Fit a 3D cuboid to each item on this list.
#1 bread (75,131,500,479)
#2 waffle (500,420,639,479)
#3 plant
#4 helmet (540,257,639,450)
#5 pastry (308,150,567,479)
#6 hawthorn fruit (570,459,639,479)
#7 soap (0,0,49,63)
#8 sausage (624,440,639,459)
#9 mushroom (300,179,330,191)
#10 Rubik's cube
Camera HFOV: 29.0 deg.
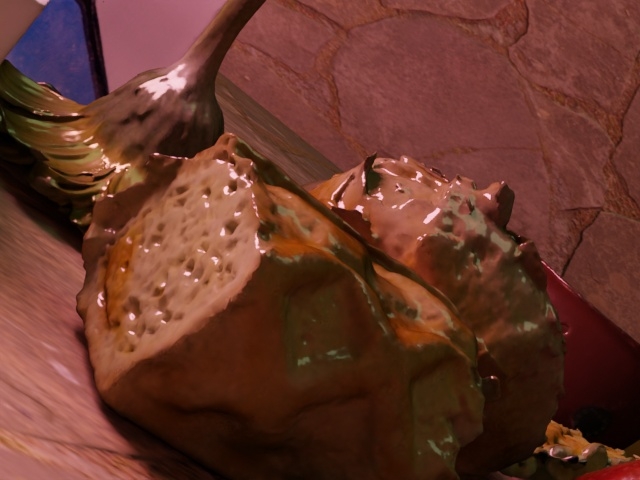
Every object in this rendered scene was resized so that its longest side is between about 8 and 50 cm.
[{"bbox_3d":[-0.026,0.070,0.871,0.252,0.196,0.238,39,9,-34],"label":"bread"},{"bbox_3d":[0.201,0.207,1.347,0.317,0.073,0.297,22,0,-26],"label":"waffle"},{"bbox_3d":[-0.177,-0.108,1.159,0.261,0.297,0.306,12,11,27],"label":"plant"},{"bbox_3d":[0.291,0.172,1.655,0.337,0.230,0.385,40,1,-14],"label":"helmet"},{"bbox_3d":[0.076,0.080,1.095,0.329,0.136,0.329,33,-38,30],"label":"pastry"},{"bbox_3d":[0.241,0.281,0.998,0.266,0.210,0.230,2,-19,46],"label":"hawthorn fruit"},{"bbox_3d":[-0.296,-0.203,1.003,0.115,0.208,0.347,38,8,-19],"label":"soap"},{"bbox_3d":[0.405,0.317,1.851,0.354,0.116,0.134,30,23,-38],"label":"sausage"},{"bbox_3d":[0.009,-0.026,1.610,0.162,0.173,0.236,38,9,-6],"label":"mushroom"},{"bbox_3d":[-0.250,-0.303,1.388,0.305,0.307,0.310,37,7,-13],"label":"Rubik's cube"}]
